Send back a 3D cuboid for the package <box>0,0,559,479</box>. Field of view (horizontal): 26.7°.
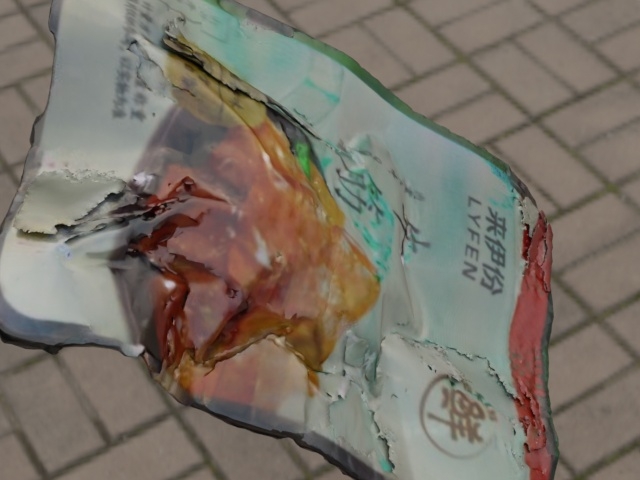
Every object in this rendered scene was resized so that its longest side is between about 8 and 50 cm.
[{"bbox_3d":[0.000,0.000,0.462,0.232,0.040,0.166,28,52,-26],"label":"package"}]
